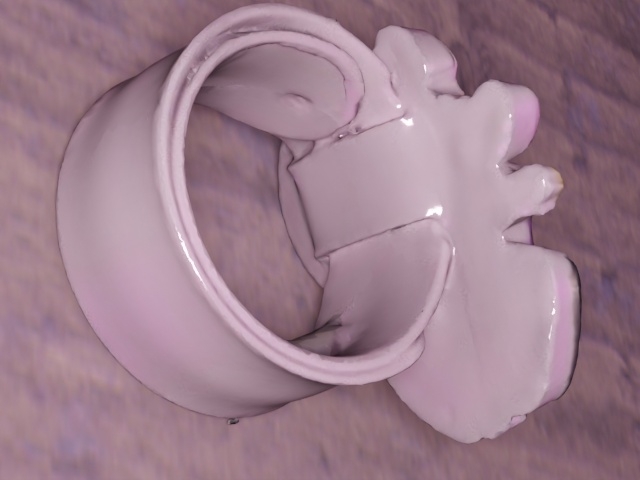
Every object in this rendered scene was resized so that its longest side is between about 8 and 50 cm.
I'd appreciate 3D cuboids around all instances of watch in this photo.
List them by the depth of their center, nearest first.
[{"bbox_3d":[0.000,0.000,0.907,0.231,0.196,0.244,-6,77,-44],"label":"watch"}]
